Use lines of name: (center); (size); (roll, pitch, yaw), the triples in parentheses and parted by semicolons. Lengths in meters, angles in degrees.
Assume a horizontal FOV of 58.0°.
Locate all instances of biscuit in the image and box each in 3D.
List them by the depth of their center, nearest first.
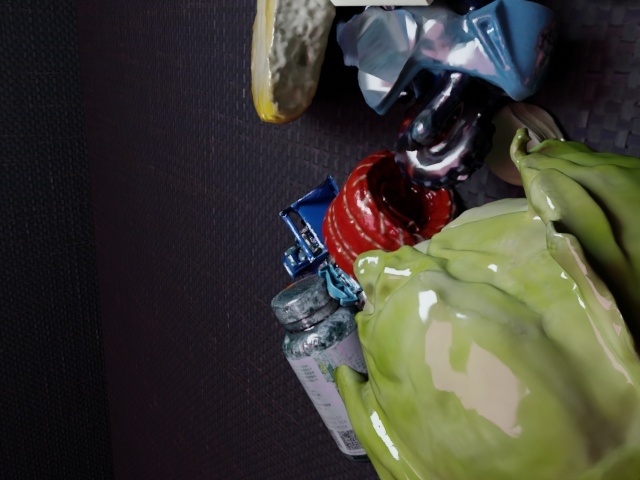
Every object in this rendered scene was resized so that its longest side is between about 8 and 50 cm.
biscuit: (-0.039, -0.383, 0.880); (0.446, 0.104, 0.429); (-158, 72, -78)

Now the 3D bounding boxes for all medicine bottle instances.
medicine bottle: (0.032, 0.200, 0.931); (0.141, 0.141, 0.293); (-13, 110, 55)

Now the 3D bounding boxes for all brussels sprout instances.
brussels sprout: (0.224, 0.147, 0.539); (0.425, 0.342, 0.361); (103, 147, -47)

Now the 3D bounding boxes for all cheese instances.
cheese: (0.229, -0.132, 0.718); (0.171, 0.047, 0.092); (55, 141, 39)

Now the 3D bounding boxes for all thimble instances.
thimble: (0.097, -0.031, 0.816); (0.163, 0.189, 0.125); (28, 134, -7)

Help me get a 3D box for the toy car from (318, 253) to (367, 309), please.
toy car: (0.078, 0.071, 0.899); (0.126, 0.161, 0.098); (49, 146, 34)

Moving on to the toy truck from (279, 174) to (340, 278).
toy truck: (0.000, 0.000, 0.981); (0.113, 0.126, 0.208); (56, 156, 27)

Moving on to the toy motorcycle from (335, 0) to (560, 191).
toy motorcycle: (0.148, -0.267, 0.717); (0.232, 0.172, 0.416); (-38, 52, 37)

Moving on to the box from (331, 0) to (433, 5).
box: (0.118, -0.389, 0.657); (0.164, 0.069, 0.256); (25, 79, 47)
